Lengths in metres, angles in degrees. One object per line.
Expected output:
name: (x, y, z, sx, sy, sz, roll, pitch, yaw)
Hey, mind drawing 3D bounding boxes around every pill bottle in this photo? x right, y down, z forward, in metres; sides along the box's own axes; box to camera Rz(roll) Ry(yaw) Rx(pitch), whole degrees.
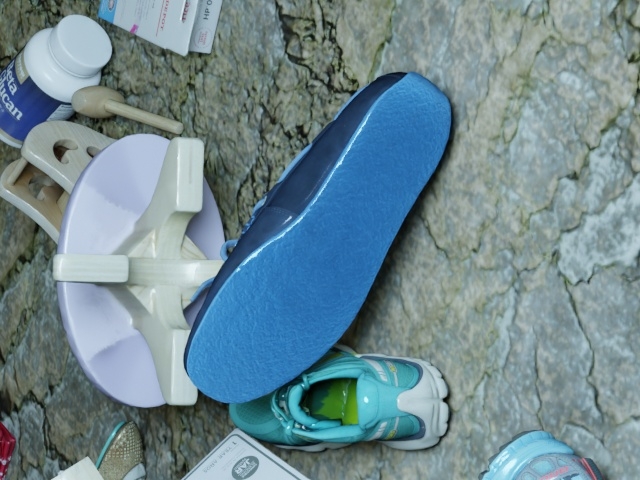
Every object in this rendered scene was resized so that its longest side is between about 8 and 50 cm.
pill bottle: (-0.309, -0.183, 2.157, 0.169, 0.094, 0.094, -39, 58, 43)

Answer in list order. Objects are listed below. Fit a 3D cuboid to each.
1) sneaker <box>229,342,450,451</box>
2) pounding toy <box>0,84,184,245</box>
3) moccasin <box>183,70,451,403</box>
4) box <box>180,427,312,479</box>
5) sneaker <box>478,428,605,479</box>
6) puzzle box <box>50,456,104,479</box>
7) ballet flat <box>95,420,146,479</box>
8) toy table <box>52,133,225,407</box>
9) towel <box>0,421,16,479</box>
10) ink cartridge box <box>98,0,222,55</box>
sneaker: (-0.003, 0.142, 1.745, 0.275, 0.110, 0.107, -9, 81, 51)
pounding toy: (-0.237, -0.067, 2.014, 0.155, 0.154, 0.269, -50, 52, 37)
moccasin: (0.000, 0.000, 1.716, 0.342, 0.138, 0.117, -49, 20, -1)
box: (-0.035, 0.308, 1.718, 0.169, 0.087, 0.290, -44, 41, -17)
sneaker: (0.165, 0.293, 1.534, 0.125, 0.104, 0.261, 29, 110, 46)
puzzle box: (-0.206, 0.364, 1.831, 0.272, 0.052, 0.409, 55, 157, 3)
ballet flat: (-0.224, 0.289, 2.059, 0.067, 0.073, 0.206, 34, 120, 17)
toy table: (-0.157, 0.027, 1.860, 0.161, 0.252, 0.274, 172, 87, -67)
towel: (-0.466, 0.309, 2.373, 0.199, 0.031, 0.274, 40, 118, 46)
ink cartridge box: (-0.156, -0.261, 1.999, 0.181, 0.062, 0.104, 30, 111, 48)
